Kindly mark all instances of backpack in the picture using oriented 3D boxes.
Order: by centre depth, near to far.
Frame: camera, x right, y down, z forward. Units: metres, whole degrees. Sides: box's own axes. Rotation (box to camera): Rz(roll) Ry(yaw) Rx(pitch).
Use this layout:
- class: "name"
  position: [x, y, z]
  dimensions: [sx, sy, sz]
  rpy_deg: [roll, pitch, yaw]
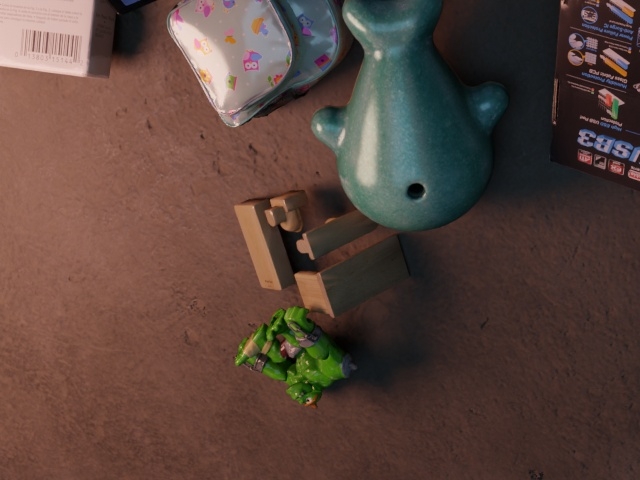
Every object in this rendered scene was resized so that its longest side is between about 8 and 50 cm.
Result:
- class: "backpack"
  position: [-0.062, -0.233, 1.055]
  dimensions: [0.188, 0.144, 0.165]
  rpy_deg: [-28, 96, 17]

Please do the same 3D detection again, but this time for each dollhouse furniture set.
- class: "dollhouse furniture set"
  position: [0.000, 0.000, 1.179]
  dimensions: [0.151, 0.123, 0.144]
  rpy_deg: [2, 114, 56]

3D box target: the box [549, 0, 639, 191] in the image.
- class: "box"
  position: [0.361, -0.159, 0.864]
  dimensions: [0.296, 0.073, 0.293]
  rpy_deg: [25, 142, 33]

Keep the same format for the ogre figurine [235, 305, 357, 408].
- class: "ogre figurine"
  position: [-0.027, 0.145, 1.194]
  dimensions: [0.118, 0.097, 0.197]
  rpy_deg: [36, 130, -9]

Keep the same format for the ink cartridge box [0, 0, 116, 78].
- class: "ink cartridge box"
  position: [-0.393, -0.348, 1.171]
  dimensions: [0.296, 0.066, 0.261]
  rpy_deg: [10, 100, 16]

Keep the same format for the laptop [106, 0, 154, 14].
- class: "laptop"
  position: [-0.161, -0.401, 0.987]
  dimensions: [0.234, 0.137, 0.264]
  rpy_deg: [49, 119, 24]

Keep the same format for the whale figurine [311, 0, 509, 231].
- class: "whale figurine"
  position: [0.094, -0.129, 1.004]
  dimensions: [0.216, 0.141, 0.272]
  rpy_deg: [-6, 124, 8]
